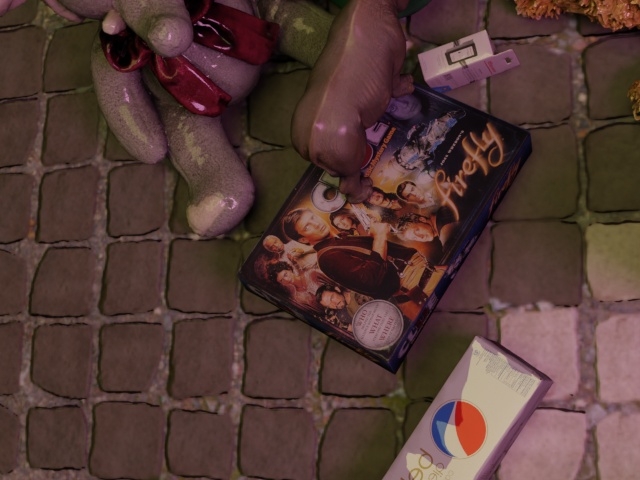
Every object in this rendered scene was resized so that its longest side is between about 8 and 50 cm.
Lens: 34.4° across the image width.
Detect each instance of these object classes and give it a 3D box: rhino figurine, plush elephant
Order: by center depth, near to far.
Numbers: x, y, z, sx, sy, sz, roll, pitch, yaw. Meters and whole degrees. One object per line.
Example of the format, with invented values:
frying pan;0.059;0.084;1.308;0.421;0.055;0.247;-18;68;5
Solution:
rhino figurine;0.040;-0.162;0.897;0.073;0.106;0.243;15;79;25
plush elephant;-0.143;-0.216;0.958;0.272;0.255;0.330;-43;70;10

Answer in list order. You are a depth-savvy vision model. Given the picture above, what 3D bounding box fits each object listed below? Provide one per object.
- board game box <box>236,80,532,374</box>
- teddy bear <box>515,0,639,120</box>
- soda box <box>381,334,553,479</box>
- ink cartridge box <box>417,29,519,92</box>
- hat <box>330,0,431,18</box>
board game box;0.058;-0.025;0.933;0.165;0.042;0.243;27;76;22
teddy bear;0.311;-0.230;0.866;0.245;0.113;0.338;-48;69;10
soda box;0.111;0.191;0.896;0.069;0.074;0.216;35;95;22
ink cartridge box;0.137;-0.167;0.955;0.083;0.048;0.028;-17;76;17
hat;0.098;-0.333;1.004;0.208;0.183;0.173;-4;121;46
